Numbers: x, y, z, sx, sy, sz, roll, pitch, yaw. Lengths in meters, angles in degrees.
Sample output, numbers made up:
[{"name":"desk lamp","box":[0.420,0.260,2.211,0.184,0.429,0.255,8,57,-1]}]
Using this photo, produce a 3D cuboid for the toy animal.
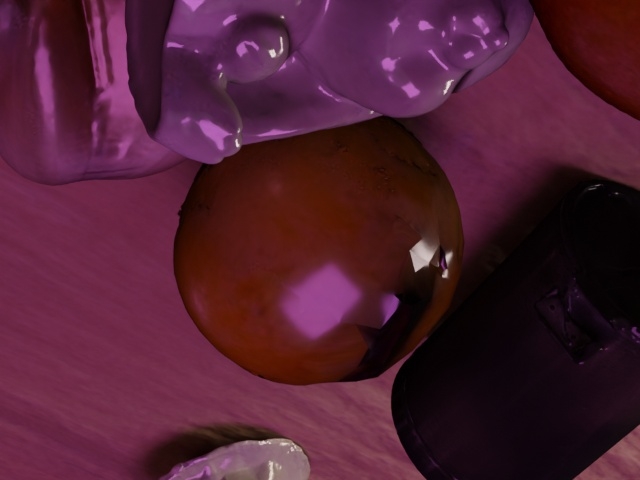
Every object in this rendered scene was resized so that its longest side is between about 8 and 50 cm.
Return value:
[{"name":"toy animal","box":[0.016,-0.179,0.770,0.265,0.206,0.271,-1,120,-23]}]

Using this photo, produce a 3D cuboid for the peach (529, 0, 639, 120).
[{"name":"peach","box":[0.251,-0.201,0.684,0.332,0.308,0.308,19,136,-14]}]

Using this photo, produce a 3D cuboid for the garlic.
[{"name":"garlic","box":[-0.171,-0.113,0.884,0.217,0.110,0.228,-6,142,-4]}]

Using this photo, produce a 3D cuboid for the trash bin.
[{"name":"trash bin","box":[0.227,0.106,1.131,0.252,0.203,0.301,-27,160,-45]}]

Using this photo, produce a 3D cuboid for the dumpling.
[{"name":"dumpling","box":[-0.127,0.310,1.416,0.216,0.126,0.166,-10,126,11]}]

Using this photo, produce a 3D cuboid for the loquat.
[{"name":"loquat","box":[0.000,0.000,0.948,0.235,0.235,0.235,-3,142,-3]}]
